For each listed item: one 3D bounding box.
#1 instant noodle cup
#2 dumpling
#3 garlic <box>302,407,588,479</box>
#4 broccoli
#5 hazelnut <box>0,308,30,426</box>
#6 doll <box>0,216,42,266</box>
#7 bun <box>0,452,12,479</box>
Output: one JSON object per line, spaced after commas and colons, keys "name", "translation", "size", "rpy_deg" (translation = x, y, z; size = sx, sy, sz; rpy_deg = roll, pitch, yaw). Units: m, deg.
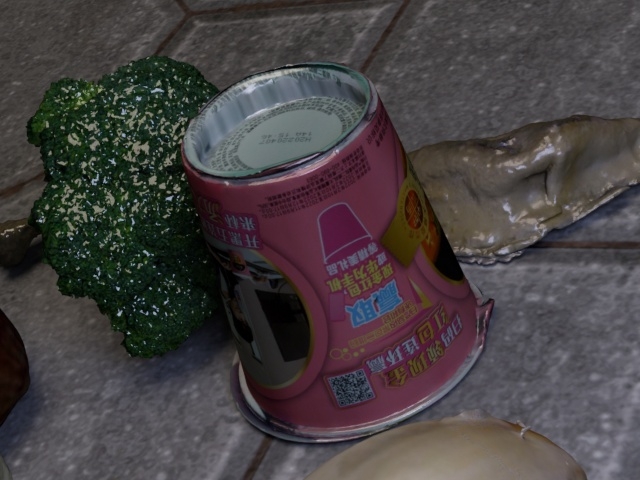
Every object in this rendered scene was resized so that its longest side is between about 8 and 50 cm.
{"name": "instant noodle cup", "translation": [0.000, 0.000, 1.192], "size": [0.244, 0.255, 0.244], "rpy_deg": [-13, 36, 9]}
{"name": "dumpling", "translation": [0.156, -0.059, 1.338], "size": [0.332, 0.086, 0.166], "rpy_deg": [-11, 33, 23]}
{"name": "garlic", "translation": [0.090, 0.247, 0.877], "size": [0.313, 0.286, 0.249], "rpy_deg": [-33, -9, -25]}
{"name": "broccoli", "translation": [-0.160, -0.038, 1.353], "size": [0.265, 0.245, 0.294], "rpy_deg": [22, 39, -14]}
{"name": "hazelnut", "translation": [-0.354, 0.107, 1.330], "size": [0.178, 0.178, 0.204], "rpy_deg": [-26, 4, -5]}
{"name": "doll", "translation": [-0.220, -0.067, 1.553], "size": [0.286, 0.091, 0.203], "rpy_deg": [-33, 1, -34]}
{"name": "bun", "translation": [-0.354, 0.255, 1.114], "size": [0.287, 0.146, 0.287], "rpy_deg": [-38, 2, 2]}
